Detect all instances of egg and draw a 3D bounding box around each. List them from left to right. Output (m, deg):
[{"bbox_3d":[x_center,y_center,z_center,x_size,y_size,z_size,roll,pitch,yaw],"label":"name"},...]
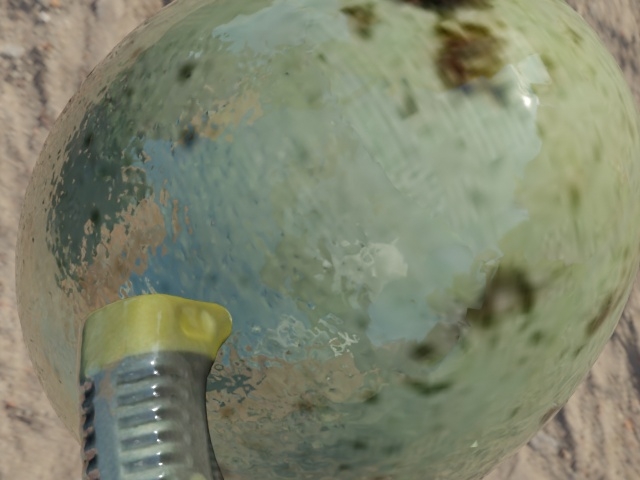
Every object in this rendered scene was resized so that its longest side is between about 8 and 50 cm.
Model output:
[{"bbox_3d":[0.000,0.000,0.703,0.379,0.288,0.287,-41,57,45],"label":"egg"}]

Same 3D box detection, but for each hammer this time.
[{"bbox_3d":[-0.043,0.127,0.447,0.041,0.159,0.226,-19,70,21],"label":"hammer"}]
